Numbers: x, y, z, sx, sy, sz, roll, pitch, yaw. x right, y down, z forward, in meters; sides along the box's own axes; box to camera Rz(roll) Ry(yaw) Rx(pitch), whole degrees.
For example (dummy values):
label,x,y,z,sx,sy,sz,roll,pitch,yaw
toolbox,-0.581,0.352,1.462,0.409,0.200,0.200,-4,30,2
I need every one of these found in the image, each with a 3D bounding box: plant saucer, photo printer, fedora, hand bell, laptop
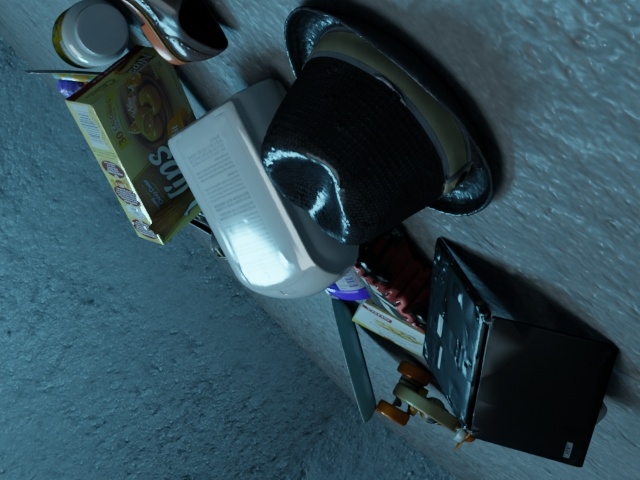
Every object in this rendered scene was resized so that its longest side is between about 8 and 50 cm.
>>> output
label,x,y,z,sx,sy,sz,roll,pitch,yaw
plant saucer,0.086,0.290,2.136,0.317,0.044,0.317,-16,-90,-88
photo printer,-0.080,-0.058,1.274,0.256,0.107,0.307,-17,102,57
fedora,0.031,-0.095,0.951,0.334,0.152,0.334,41,169,10
hand bell,-0.220,-0.099,1.577,0.126,0.242,0.126,40,168,10
laptop,0.257,0.153,1.192,0.264,0.137,0.234,-116,22,-50

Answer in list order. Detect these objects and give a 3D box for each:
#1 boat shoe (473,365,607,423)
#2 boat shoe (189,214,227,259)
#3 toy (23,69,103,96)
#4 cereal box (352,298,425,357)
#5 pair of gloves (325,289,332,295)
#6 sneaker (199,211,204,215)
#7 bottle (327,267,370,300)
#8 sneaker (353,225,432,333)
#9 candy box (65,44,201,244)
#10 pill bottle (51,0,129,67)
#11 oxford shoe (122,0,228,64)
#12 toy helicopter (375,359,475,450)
label,x,y,z,sx,sy,sz,roll,pitch,yaw
boat shoe,0.305,0.217,1.320,0.095,0.112,0.335,62,161,-6
boat shoe,-0.225,-0.007,2.224,0.355,0.130,0.132,38,168,23
toy,-0.434,-0.299,1.659,0.137,0.237,0.056,20,114,58
cereal box,0.154,0.159,1.651,0.173,0.047,0.240,28,168,4
pair of gloves,-0.049,0.027,1.737,0.204,0.042,0.240,49,-168,12
sneaker,-0.271,-0.149,1.886,0.410,0.158,0.182,41,-173,37
bottle,0.007,-0.022,1.427,0.118,0.092,0.282,1,136,41
sneaker,0.100,0.040,1.354,0.276,0.097,0.135,46,166,-22
candy box,-0.308,-0.170,1.577,0.088,0.183,0.316,18,141,38
pill bottle,-0.410,-0.370,1.551,0.117,0.117,0.208,48,168,-23
oxford shoe,-0.214,-0.340,1.109,0.098,0.096,0.271,6,150,39
toy helicopter,0.309,0.436,2.134,0.235,0.140,0.355,24,171,34
